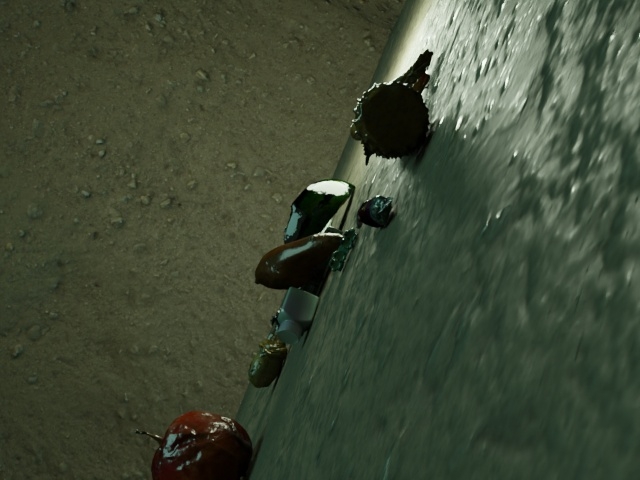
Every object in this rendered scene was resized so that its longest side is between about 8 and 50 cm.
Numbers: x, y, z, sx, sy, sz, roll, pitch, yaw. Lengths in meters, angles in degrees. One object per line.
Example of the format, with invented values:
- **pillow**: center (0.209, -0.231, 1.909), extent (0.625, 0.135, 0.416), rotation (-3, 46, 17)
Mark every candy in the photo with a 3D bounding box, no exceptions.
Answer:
- **candy**: center (0.084, -0.042, 1.224), extent (0.175, 0.043, 0.045), rotation (162, 132, -81)

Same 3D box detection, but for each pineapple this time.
- **pineapple**: center (0.105, -0.172, 1.224), extent (0.251, 0.125, 0.125), rotation (-32, -35, -86)

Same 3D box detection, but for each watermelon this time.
- **watermelon**: center (-0.001, -0.064, 2.054), extent (0.301, 0.123, 0.129), rotation (-55, -29, -26)

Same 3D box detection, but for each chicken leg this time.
- **chicken leg**: center (-0.126, 0.279, 2.076), extent (0.103, 0.088, 0.227), rotation (80, -153, -71)

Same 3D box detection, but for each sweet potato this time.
- **sweet potato**: center (-0.073, 0.060, 1.833), extent (0.359, 0.112, 0.112), rotation (-26, 37, 56)

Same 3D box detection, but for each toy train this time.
- **toy train**: center (0.047, 0.020, 1.547), extent (0.092, 0.029, 0.045), rotation (-64, -13, -2)

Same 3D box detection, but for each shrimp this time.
- **shrimp**: center (0.143, -0.261, 1.420), extent (0.236, 0.053, 0.133), rotation (-46, 12, -18)

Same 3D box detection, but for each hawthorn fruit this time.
- **hawthorn fruit**: center (-0.295, 0.488, 1.795), extent (0.242, 0.272, 0.241), rotation (25, -90, -83)

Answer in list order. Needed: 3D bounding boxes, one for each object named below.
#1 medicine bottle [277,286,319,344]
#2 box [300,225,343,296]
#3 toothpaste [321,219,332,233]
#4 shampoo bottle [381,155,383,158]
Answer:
- **medicine bottle**: center (-0.055, 0.169, 1.758), extent (0.055, 0.074, 0.118), rotation (117, 173, -49)
- **box**: center (-0.022, 0.103, 1.943), extent (0.211, 0.045, 0.270), rotation (126, 167, -82)
- **toothpaste**: center (0.000, 0.000, 2.389), extent (0.060, 0.038, 0.233), rotation (-60, 4, 39)
- **shampoo bottle**: center (0.136, -0.220, 1.508), extent (0.072, 0.049, 0.212), rotation (-51, 11, 25)
